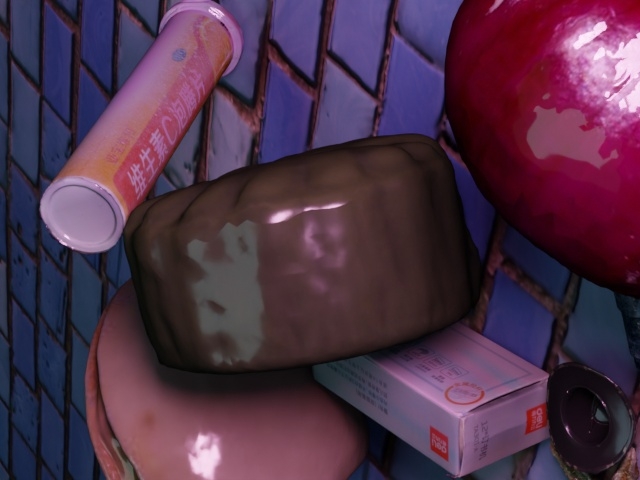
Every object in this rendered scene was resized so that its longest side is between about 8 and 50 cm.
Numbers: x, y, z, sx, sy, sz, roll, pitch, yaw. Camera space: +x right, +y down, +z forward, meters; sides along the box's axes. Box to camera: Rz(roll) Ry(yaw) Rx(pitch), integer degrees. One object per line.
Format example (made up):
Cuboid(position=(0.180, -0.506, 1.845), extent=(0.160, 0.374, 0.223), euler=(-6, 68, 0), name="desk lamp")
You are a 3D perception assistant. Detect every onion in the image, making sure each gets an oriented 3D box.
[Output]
Cuboid(position=(0.239, -0.103, 1.147), extent=(0.282, 0.260, 0.336), euler=(-51, 56, 45), name="onion")

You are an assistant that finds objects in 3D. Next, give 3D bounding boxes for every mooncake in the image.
Cuboid(position=(-0.021, 0.007, 1.536), extent=(0.356, 0.356, 0.194), euler=(1, 103, 57), name="mooncake")

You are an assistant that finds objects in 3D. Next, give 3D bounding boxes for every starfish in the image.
Cuboid(position=(0.270, 0.268, 1.504), extent=(0.208, 0.053, 0.176), euler=(-51, 51, 41), name="starfish")

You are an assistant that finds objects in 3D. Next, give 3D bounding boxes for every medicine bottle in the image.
Cuboid(position=(-0.194, -0.135, 1.697), extent=(0.108, 0.426, 0.108), euler=(7, 125, 11), name="medicine bottle")

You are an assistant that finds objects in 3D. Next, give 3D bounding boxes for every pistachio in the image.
Cuboid(position=(-0.108, 0.194, 1.785), extent=(0.281, 0.365, 0.445), euler=(-48, 26, 35), name="pistachio")

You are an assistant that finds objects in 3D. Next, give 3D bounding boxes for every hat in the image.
Cuboid(position=(0.265, 0.166, 1.458), extent=(0.121, 0.050, 0.121), euler=(24, 122, 47), name="hat")

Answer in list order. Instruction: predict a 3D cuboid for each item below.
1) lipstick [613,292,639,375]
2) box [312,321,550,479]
Cuboid(position=(0.302, 0.104, 1.368), extent=(0.053, 0.053, 0.234), euler=(6, 113, 57), name="lipstick")
Cuboid(position=(0.114, 0.148, 1.606), extent=(0.269, 0.135, 0.079), euler=(29, 129, 48), name="box")
